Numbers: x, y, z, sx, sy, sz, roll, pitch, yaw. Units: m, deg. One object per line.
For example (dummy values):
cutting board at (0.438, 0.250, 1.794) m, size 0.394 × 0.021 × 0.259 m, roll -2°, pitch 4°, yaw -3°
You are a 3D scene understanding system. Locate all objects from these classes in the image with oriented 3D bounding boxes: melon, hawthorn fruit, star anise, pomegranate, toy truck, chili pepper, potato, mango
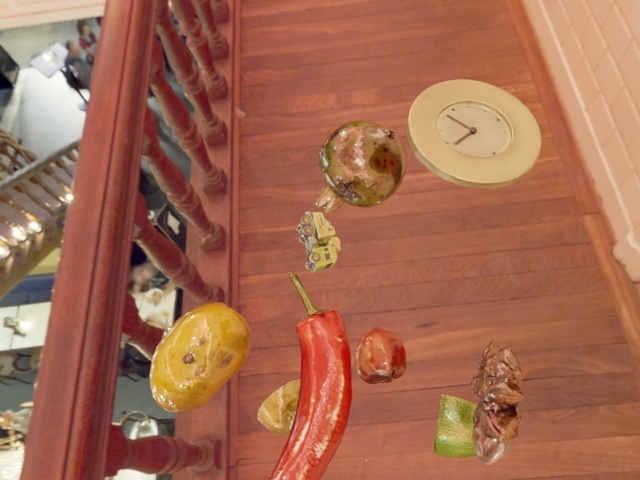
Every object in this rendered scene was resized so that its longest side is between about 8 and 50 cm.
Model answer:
melon at (0.429, 0.583, 1.371) m, size 0.169 × 0.265 × 0.129 m, roll 8°, pitch 49°, yaw 21°
hawthorn fruit at (0.186, 0.358, 1.470) m, size 0.169 × 0.169 × 0.188 m, roll -14°, pitch 60°, yaw -1°
star anise at (0.442, 0.405, 1.174) m, size 0.108 × 0.315 × 0.315 m, roll 7°, pitch 66°, yaw 7°
pomegranate at (0.076, -0.149, 1.011) m, size 0.202 × 0.248 × 0.202 m, roll 25°, pitch 38°, yaw -21°
toy truck at (0.000, 0.000, 1.463) m, size 0.116 × 0.085 × 0.191 m, roll -9°, pitch 70°, yaw -15°
chili pepper at (-0.014, 0.228, 0.675) m, size 0.137 × 0.092 × 0.369 m, roll 28°, pitch 52°, yaw -29°
potato at (-0.099, 0.576, 1.547) m, size 0.202 × 0.182 × 0.117 m, roll -27°, pitch 41°, yaw -23°
mango at (-0.301, 0.291, 1.125) m, size 0.182 × 0.365 × 0.253 m, roll 43°, pitch 47°, yaw 3°

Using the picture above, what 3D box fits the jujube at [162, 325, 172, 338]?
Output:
jujube at (-0.485, 0.369, 1.652) m, size 0.176 × 0.109 × 0.112 m, roll 25°, pitch 69°, yaw 15°

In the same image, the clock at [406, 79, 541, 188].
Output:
clock at (0.267, -0.190, 0.813) m, size 0.234 × 0.029 × 0.235 m, roll 1°, pitch 61°, yaw -2°

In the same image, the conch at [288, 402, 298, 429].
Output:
conch at (-0.007, 0.511, 1.422) m, size 0.116 × 0.173 × 0.106 m, roll 11°, pitch 107°, yaw 27°
